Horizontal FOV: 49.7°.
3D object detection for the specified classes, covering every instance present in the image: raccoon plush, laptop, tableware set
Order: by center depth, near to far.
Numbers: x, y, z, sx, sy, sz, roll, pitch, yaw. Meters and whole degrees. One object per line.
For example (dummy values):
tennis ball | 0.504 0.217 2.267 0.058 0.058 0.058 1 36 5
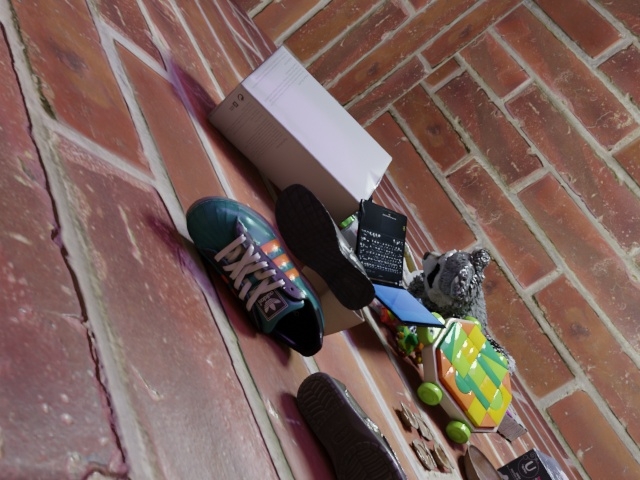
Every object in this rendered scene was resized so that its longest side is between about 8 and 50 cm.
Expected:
tableware set | 0.211 0.400 1.396 0.168 0.020 0.141 35 22 -53
laptop | 0.187 0.056 1.542 0.234 0.136 0.264 16 78 -57
raccoon plush | 0.430 0.180 1.842 0.446 0.299 0.216 28 62 -15

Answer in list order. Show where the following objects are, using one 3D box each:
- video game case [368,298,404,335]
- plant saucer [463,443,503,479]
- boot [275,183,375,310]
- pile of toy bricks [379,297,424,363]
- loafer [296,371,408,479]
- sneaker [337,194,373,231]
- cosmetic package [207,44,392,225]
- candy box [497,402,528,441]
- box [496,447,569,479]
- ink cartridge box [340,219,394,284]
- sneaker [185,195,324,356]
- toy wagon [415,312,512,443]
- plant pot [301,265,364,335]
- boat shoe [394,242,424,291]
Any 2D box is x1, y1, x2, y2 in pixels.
video game case | 0.124 0.120 1.808 0.285 0.025 0.204 46 15 -29
plant saucer | 0.376 0.552 1.543 0.198 0.036 0.198 49 13 -16
boot | 0.000 0.000 1.166 0.246 0.083 0.161 55 5 -19
pile of toy bricks | 0.225 0.244 1.705 0.105 0.118 0.212 -41 115 -35
loafer | 0.062 0.295 0.975 0.087 0.094 0.251 20 35 -60
sneaker | 0.079 -0.140 1.867 0.483 0.202 0.185 46 -9 -36
cosmetic package | -0.038 -0.232 1.601 0.385 0.156 0.217 46 45 -11
candy box | 0.543 0.514 2.154 0.233 0.071 0.159 42 17 -44
box | 0.539 0.626 1.690 0.247 0.142 0.163 36 21 -51
ink cartridge box | 0.105 0.046 1.706 0.175 0.072 0.127 52 14 -4
sneaker | -0.085 0.059 1.041 0.302 0.108 0.121 48 10 -29
toy wagon | 0.324 0.295 1.640 0.344 0.068 0.267 53 48 -11
plant pot | 0.000 0.109 1.234 0.109 0.096 0.109 44 16 -33
boat shoe | 0.292 0.136 2.058 0.136 0.156 0.367 42 18 -38
